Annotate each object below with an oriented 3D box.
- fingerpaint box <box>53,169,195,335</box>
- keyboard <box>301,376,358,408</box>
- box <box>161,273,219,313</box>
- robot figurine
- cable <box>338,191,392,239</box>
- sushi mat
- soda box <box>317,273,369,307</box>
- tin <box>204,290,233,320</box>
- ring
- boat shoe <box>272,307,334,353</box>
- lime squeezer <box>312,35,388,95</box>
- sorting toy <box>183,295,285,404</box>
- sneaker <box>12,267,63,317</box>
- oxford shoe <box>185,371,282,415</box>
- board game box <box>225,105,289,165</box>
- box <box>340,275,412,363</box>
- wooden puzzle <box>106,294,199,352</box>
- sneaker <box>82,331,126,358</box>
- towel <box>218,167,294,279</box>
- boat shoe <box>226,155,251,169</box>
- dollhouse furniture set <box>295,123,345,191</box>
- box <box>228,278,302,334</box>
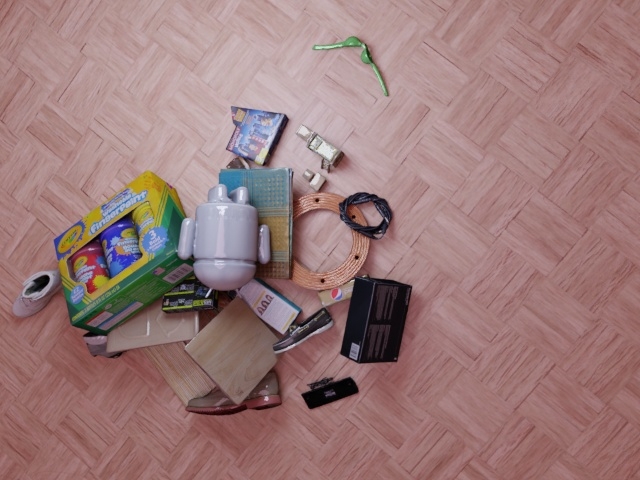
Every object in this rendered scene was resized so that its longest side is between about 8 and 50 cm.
[{"bbox_3d":[-0.662,0.039,1.892,0.444,0.163,0.371,-33,58,9],"label":"fingerpaint box"},{"bbox_3d":[0.029,0.512,1.928,0.192,0.038,0.100,-22,111,9],"label":"keyboard"},{"bbox_3d":[-0.430,0.147,1.869,0.190,0.045,0.184,-7,66,14],"label":"box"},{"bbox_3d":[-0.299,0.005,1.762,0.299,0.199,0.354,3,85,-23],"label":"robot figurine"},{"bbox_3d":[0.148,-0.094,1.853,0.184,0.047,0.151,25,73,0],"label":"cable"},{"bbox_3d":[-0.522,0.450,2.022,0.151,0.019,0.316,-40,84,7],"label":"sushi mat"},{"bbox_3d":[0.086,0.170,1.888,0.181,0.061,0.058,-21,87,9],"label":"soda box"},{"bbox_3d":[-0.375,0.213,1.983,0.106,0.040,0.190,-38,85,4],"label":"tin"},{"bbox_3d":[0.000,0.000,1.892,0.336,0.032,0.337,-1,82,7],"label":"ring"},{"bbox_3d":[-0.068,0.306,1.890,0.227,0.081,0.069,-27,95,-11],"label":"boat shoe"},{"bbox_3d":[0.123,-0.613,1.869,0.310,0.059,0.110,35,96,7],"label":"lime squeezer"},{"bbox_3d":[-0.291,0.370,1.872,0.255,0.089,0.257,48,56,-5],"label":"sorting toy"},{"bbox_3d":[-1.053,0.192,2.033,0.292,0.169,0.108,-37,87,10],"label":"sneaker"},{"bbox_3d":[-0.306,0.538,1.954,0.348,0.123,0.130,-10,68,7],"label":"oxford shoe"},{"bbox_3d":[-0.239,-0.377,1.927,0.194,0.060,0.194,25,88,11],"label":"board game box"},{"bbox_3d":[0.182,0.257,1.806,0.103,0.184,0.261,15,94,52],"label":"box"},{"bbox_3d":[-0.575,0.218,1.946,0.347,0.080,0.322,-12,63,9],"label":"wooden puzzle"},{"bbox_3d":[-0.728,0.374,2.020,0.271,0.100,0.108,-4,105,20],"label":"sneaker"},{"bbox_3d":[-0.220,-0.058,1.875,0.271,0.040,0.370,2,96,17],"label":"towel"},{"bbox_3d":[-0.246,-0.199,1.932,0.073,0.073,0.207,-37,75,-3],"label":"boat shoe"},{"bbox_3d":[-0.041,-0.282,1.880,0.182,0.101,0.161,35,97,7],"label":"dollhouse furniture set"},{"bbox_3d":[-0.192,0.213,1.938,0.244,0.060,0.100,36,96,7],"label":"box"}]
